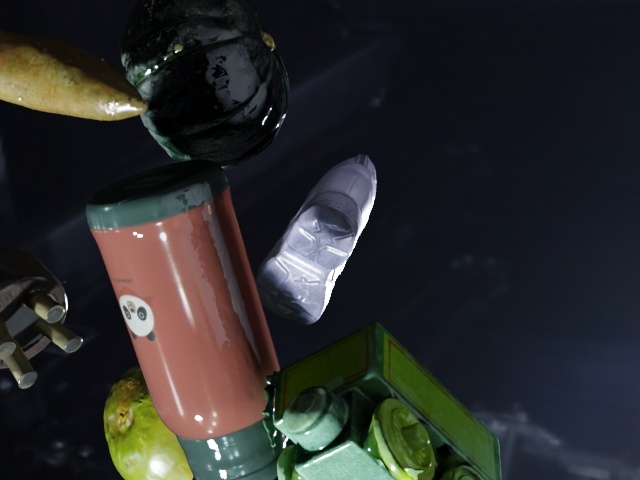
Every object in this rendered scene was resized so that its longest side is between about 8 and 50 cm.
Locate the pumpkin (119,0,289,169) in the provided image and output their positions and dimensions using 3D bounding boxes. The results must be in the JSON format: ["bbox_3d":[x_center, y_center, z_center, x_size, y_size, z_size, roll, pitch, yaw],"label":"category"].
[{"bbox_3d":[-0.125,-0.185,1.559,0.220,0.162,0.220,63,-174,-12],"label":"pumpkin"}]

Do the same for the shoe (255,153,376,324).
[{"bbox_3d":[0.000,0.000,1.749,0.137,0.095,0.245,-58,-2,-41],"label":"shoe"}]

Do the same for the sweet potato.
[{"bbox_3d":[-0.322,-0.191,1.475,0.108,0.346,0.079,90,-157,-69],"label":"sweet potato"}]

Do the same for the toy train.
[{"bbox_3d":[0.067,0.213,1.376,0.272,0.159,0.188,45,-151,-29],"label":"toy train"}]

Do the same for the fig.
[{"bbox_3d":[-0.158,0.249,1.707,0.233,0.167,0.167,53,-132,-22],"label":"fig"}]

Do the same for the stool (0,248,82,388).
[{"bbox_3d":[-0.357,0.088,1.533,0.217,0.121,0.125,-14,-46,-36],"label":"stool"}]

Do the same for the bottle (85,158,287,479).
[{"bbox_3d":[-0.124,0.096,1.440,0.144,0.144,0.336,-35,-66,-52],"label":"bottle"}]
